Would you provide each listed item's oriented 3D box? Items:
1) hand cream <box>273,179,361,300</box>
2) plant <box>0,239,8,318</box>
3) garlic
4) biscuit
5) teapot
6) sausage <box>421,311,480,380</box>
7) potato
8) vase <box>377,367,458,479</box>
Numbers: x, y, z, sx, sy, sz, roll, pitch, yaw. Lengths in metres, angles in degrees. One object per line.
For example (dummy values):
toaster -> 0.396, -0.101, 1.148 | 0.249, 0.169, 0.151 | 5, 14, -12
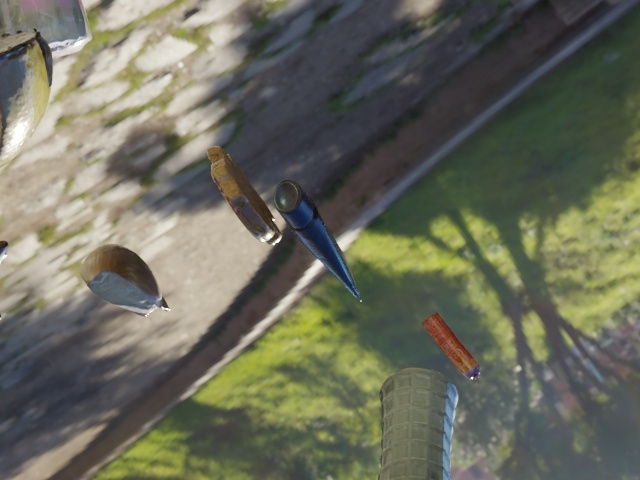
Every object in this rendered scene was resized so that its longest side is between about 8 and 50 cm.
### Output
hand cream -> 0.000, 0.000, 1.967 | 0.061, 0.120, 0.270 | -29, 133, 7
plant -> -0.513, 0.096, 1.306 | 0.181, 0.194, 0.320 | -48, -167, 45
garlic -> -0.337, 0.064, 1.813 | 0.087, 0.101, 0.195 | -35, 145, 8
biscuit -> -0.110, -0.058, 1.500 | 0.036, 0.166, 0.225 | -33, -169, 2
teapot -> -0.484, -0.370, 1.688 | 0.222, 0.178, 0.163 | -17, -172, -33
sausage -> 0.217, 0.177, 1.758 | 0.034, 0.129, 0.034 | -36, 169, -8
potato -> -0.302, -0.118, 0.954 | 0.261, 0.100, 0.120 | -1, -153, 41
vase -> 0.126, 0.315, 1.430 | 0.143, 0.143, 0.298 | -38, -153, 34
